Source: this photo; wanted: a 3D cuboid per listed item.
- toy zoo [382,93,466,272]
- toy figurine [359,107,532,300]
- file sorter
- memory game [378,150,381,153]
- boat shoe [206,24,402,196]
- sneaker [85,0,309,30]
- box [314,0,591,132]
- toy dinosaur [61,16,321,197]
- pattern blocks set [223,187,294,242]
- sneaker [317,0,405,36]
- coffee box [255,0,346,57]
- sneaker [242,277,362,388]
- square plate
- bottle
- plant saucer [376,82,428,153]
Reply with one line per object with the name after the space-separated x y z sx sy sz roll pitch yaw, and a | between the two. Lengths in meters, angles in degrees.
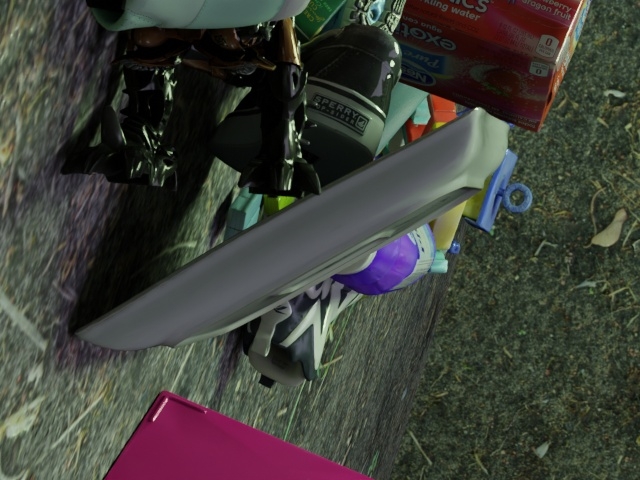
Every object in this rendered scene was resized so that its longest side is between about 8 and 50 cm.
0.115 -0.093 2.240 0.192 0.030 0.293 114 -28 -57 | toy zoo
0.153 -0.059 2.473 0.191 0.217 0.362 37 72 -80 | toy figurine
-0.065 0.312 1.780 0.202 0.291 0.182 -59 168 -50 | file sorter
0.038 -0.072 2.215 0.186 0.012 0.186 -52 -178 3 | memory game
-0.010 -0.108 1.572 0.105 0.113 0.306 -65 -174 -13 | boat shoe
-0.086 -0.240 1.088 0.151 0.094 0.256 -15 103 -36 | sneaker
0.099 -0.212 1.701 0.122 0.257 0.128 93 19 -64 | box
-0.061 -0.141 1.318 0.322 0.164 0.218 9 85 -59 | toy dinosaur
-0.018 -0.147 1.884 0.325 0.026 0.285 -55 163 -59 | pattern blocks set
0.044 -0.217 1.597 0.162 0.073 0.063 -49 127 -35 | sneaker
0.006 -0.219 1.544 0.184 0.040 0.113 -50 -160 -26 | coffee box
-0.026 0.089 2.136 0.235 0.094 0.153 34 78 -80 | sneaker
0.000 0.000 1.585 0.344 0.049 0.347 -29 176 9 | square plate
0.048 -0.003 2.025 0.092 0.118 0.283 -35 173 10 | bottle
0.091 -0.169 2.052 0.317 0.044 0.317 -51 -176 5 | plant saucer
